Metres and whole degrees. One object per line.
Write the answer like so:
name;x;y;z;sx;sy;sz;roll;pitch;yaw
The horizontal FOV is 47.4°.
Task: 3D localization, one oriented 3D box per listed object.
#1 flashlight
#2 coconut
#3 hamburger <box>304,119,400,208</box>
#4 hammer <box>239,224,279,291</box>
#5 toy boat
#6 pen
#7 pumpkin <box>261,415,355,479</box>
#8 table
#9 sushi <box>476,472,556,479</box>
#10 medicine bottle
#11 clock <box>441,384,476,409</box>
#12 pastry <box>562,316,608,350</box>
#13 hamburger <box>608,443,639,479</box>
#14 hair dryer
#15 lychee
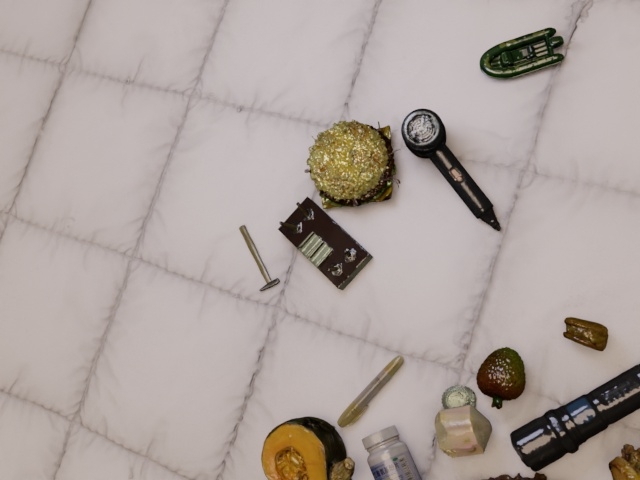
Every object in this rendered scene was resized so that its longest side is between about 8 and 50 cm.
flashlight;0.616;0.365;1.602;0.424;0.103;0.103;-33;70;8
coconut;0.332;0.436;1.671;0.122;0.116;0.116;-16;74;20
hamburger;0.084;-0.199;1.881;0.262;0.139;0.243;-9;75;19
hammer;-0.178;0.045;1.989;0.062;0.013;0.199;-32;70;10
toy boat;0.506;-0.466;1.836;0.210;0.052;0.104;-14;77;15
pen;0.127;0.376;1.801;0.040;0.032;0.233;43;94;-1
pumpkin;-0.006;0.579;1.746;0.222;0.139;0.317;-21;71;17
table;0.000;0.000;1.883;0.240;0.111;0.121;43;95;22
sushi;0.406;0.607;1.548;0.270;0.236;0.170;-6;87;21
medicine bottle;0.173;0.539;1.710;0.103;0.103;0.186;-27;71;12
clock;0.329;0.383;1.738;0.083;0.010;0.074;3;80;21
pastry;0.595;0.209;1.636;0.109;0.097;0.057;19;96;55
hamburger;0.681;0.509;1.501;0.118;0.182;0.191;-27;62;-4
hair dryer;0.331;-0.166;1.782;0.107;0.189;0.352;-39;82;10
lychee;0.415;0.315;1.667;0.114;0.114;0.146;11;71;21
